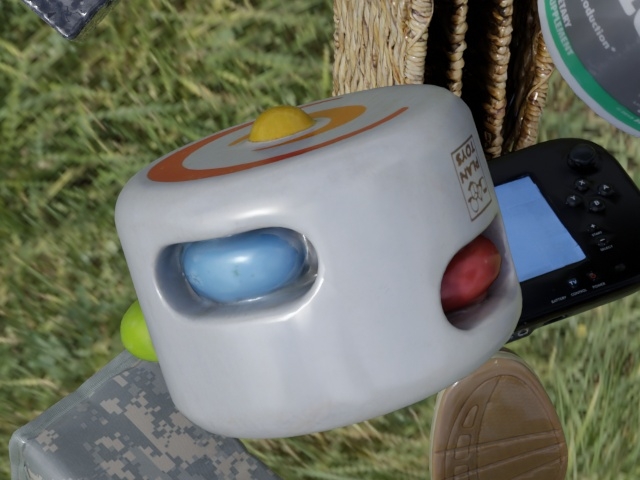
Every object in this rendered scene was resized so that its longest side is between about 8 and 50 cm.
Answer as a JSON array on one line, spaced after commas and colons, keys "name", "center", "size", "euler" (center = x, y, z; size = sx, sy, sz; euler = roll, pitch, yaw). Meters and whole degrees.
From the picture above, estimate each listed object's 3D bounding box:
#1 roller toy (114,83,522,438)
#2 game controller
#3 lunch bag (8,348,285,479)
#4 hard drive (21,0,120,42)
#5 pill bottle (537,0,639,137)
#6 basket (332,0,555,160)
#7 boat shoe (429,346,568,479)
[{"name": "roller toy", "center": [0.000, 0.000, 0.861], "size": [0.209, 0.191, 0.146], "euler": [-20, 104, -16]}, {"name": "game controller", "center": [0.102, 0.018, 1.281], "size": [0.319, 0.067, 0.166], "euler": [-19, 39, -10]}, {"name": "lunch bag", "center": [-0.141, 0.264, 1.435], "size": [0.235, 0.287, 0.169], "euler": [42, 60, 18]}, {"name": "hard drive", "center": [-0.138, -0.329, 1.079], "size": [0.237, 0.064, 0.339], "euler": [40, 94, -3]}, {"name": "pill bottle", "center": [0.308, -0.209, 1.094], "size": [0.204, 0.361, 0.204], "euler": [6, 72, -19]}, {"name": "basket", "center": [0.141, -0.174, 1.613], "size": [0.213, 0.299, 0.223], "euler": [-8, 31, -17]}, {"name": "boat shoe", "center": [0.159, 0.208, 1.525], "size": [0.123, 0.342, 0.123], "euler": [-19, 39, 1]}]
